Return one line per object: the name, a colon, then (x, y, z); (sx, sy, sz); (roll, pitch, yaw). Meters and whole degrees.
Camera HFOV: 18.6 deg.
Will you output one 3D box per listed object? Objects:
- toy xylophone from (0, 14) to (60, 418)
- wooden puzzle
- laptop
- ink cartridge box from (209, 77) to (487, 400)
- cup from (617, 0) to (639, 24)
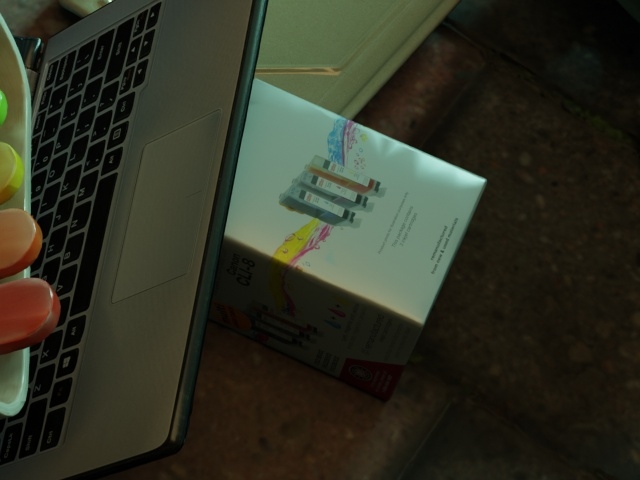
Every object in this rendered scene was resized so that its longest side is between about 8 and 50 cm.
toy xylophone: (-0.268, 0.001, 1.164); (0.236, 0.081, 0.322); (-21, 55, 9)
wooden puzzle: (-0.041, -0.182, 1.470); (0.239, 0.044, 0.221); (35, 62, 13)
laptop: (-0.266, -0.037, 1.247); (0.236, 0.408, 0.382); (30, 56, -34)
ink cartridge box: (0.000, 0.000, 1.329); (0.176, 0.128, 0.127); (24, 61, 4)
cup: (0.307, -0.277, 1.454); (0.237, 0.331, 0.331); (-41, 74, 2)
